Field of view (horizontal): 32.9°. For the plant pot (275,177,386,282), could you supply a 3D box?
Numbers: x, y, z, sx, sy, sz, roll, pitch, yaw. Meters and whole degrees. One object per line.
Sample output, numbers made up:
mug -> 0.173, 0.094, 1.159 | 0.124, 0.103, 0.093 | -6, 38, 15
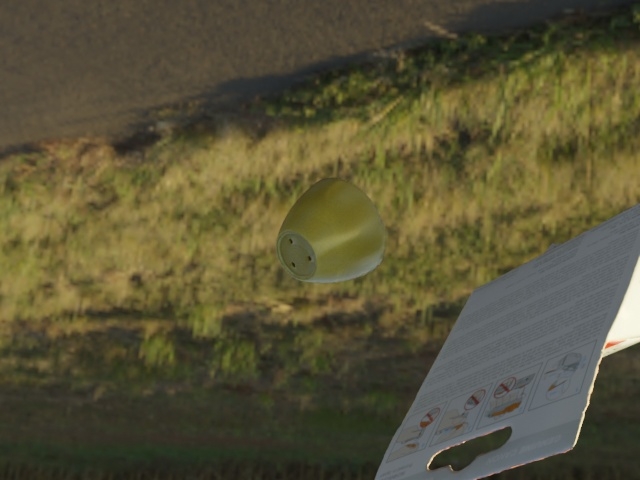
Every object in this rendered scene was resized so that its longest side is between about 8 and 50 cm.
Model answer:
plant pot -> 0.000, 0.000, 1.351 | 0.134, 0.134, 0.095 | -13, -168, 47

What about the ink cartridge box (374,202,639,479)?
ink cartridge box -> 0.235, 0.144, 1.176 | 0.091, 0.385, 0.308 | 45, 136, -12

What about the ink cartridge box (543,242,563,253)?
ink cartridge box -> 0.349, 0.119, 1.604 | 0.139, 0.190, 0.082 | 50, 157, -21
